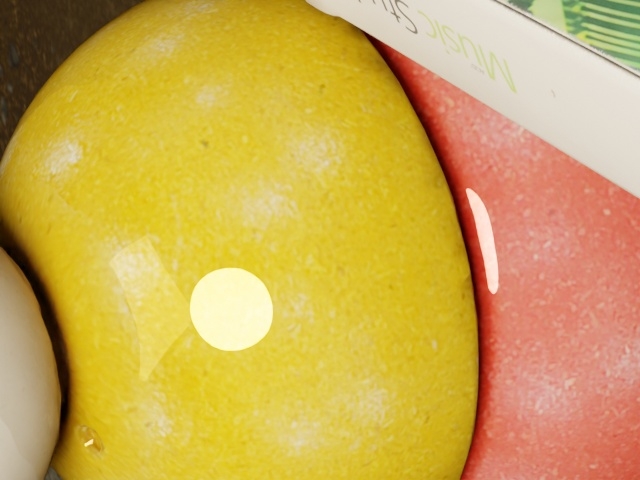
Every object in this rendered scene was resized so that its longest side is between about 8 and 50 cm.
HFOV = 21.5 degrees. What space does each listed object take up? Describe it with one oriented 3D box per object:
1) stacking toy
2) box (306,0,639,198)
[{"bbox_3d":[0.000,0.000,0.604,0.350,0.479,0.351,27,123,52],"label":"stacking toy"},{"bbox_3d":[0.170,-0.138,0.456,0.232,0.322,0.058,38,163,46],"label":"box"}]
